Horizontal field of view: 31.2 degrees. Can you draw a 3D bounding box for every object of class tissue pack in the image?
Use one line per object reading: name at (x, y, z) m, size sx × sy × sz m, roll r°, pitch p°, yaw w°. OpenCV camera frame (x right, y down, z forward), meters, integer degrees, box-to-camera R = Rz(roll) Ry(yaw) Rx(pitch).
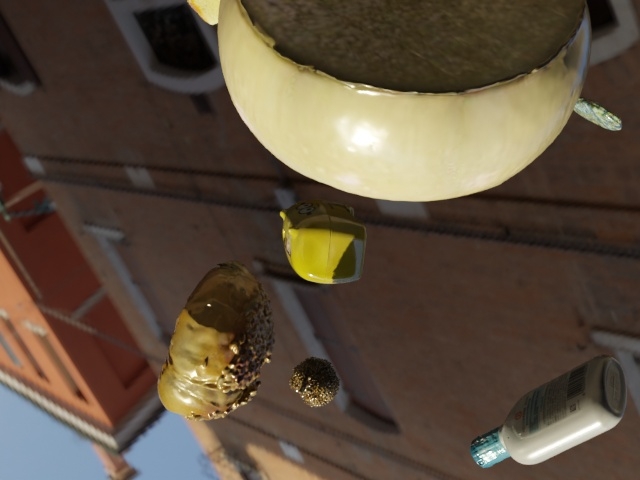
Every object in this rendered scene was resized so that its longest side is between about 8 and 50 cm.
tissue pack at (0.000, 0.000, 1.911) m, size 0.127 × 0.123 × 0.178 m, roll 1°, pitch -164°, yaw -9°

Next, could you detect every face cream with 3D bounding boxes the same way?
face cream at (0.416, 0.336, 2.131) m, size 0.337 × 0.080 × 0.163 m, roll -38°, pitch -158°, yaw 38°

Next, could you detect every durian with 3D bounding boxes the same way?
durian at (-0.010, 0.223, 1.788) m, size 0.080 × 0.080 × 0.091 m, roll -15°, pitch -171°, yaw 29°

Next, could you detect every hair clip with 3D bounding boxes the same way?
hair clip at (0.385, -0.207, 1.694) m, size 0.036 × 0.066 × 0.229 m, roll -53°, pitch -160°, yaw 15°

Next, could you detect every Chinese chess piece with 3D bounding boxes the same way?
Chinese chess piece at (0.061, -0.152, 0.836) m, size 0.270 × 0.112 × 0.270 m, roll 3°, pitch -131°, yaw -3°

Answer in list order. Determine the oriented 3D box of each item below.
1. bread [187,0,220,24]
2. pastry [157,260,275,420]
bread at (-0.180, -0.428, 1.709) m, size 0.068 × 0.188 × 0.125 m, roll -17°, pitch 158°, yaw 6°
pastry at (-0.183, 0.204, 2.211) m, size 0.184 × 0.315 × 0.284 m, roll 23°, pitch -154°, yaw 4°
